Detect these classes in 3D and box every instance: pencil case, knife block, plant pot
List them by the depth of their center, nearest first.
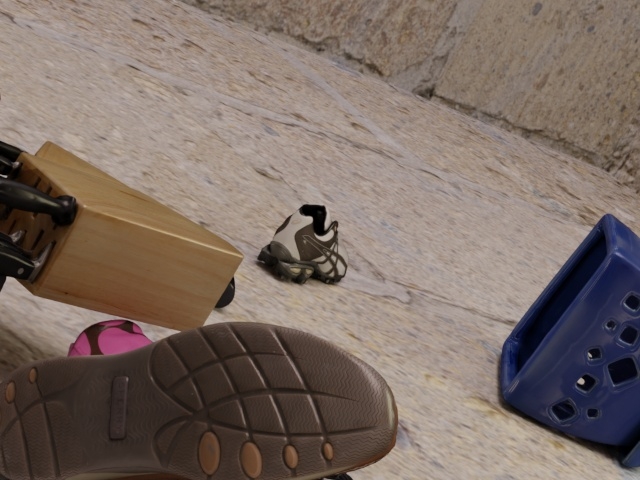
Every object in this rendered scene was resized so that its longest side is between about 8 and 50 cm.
[{"bbox_3d":[-0.133,0.146,1.445,0.098,0.095,0.209,-2,29,-43],"label":"pencil case"},{"bbox_3d":[-0.202,0.003,1.449,0.275,0.088,0.242,30,10,-8],"label":"knife block"},{"bbox_3d":[0.374,0.133,2.187,0.212,0.236,0.236,35,14,-3],"label":"plant pot"}]

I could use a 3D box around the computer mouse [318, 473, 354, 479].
[{"bbox_3d":[0.016,0.202,1.652,0.071,0.041,0.242,19,22,-5],"label":"computer mouse"}]

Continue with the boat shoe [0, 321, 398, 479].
[{"bbox_3d":[-0.086,0.132,1.292,0.324,0.123,0.116,-2,-19,27],"label":"boat shoe"}]

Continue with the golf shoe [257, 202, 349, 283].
[{"bbox_3d":[0.000,0.000,2.196,0.077,0.094,0.198,32,13,16],"label":"golf shoe"}]

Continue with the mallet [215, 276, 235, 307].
[{"bbox_3d":[-0.178,0.026,1.894,0.189,0.039,0.062,17,20,-22],"label":"mallet"}]

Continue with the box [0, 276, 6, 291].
[{"bbox_3d":[-0.369,0.016,1.436,0.156,0.093,0.158,13,22,-47],"label":"box"}]
